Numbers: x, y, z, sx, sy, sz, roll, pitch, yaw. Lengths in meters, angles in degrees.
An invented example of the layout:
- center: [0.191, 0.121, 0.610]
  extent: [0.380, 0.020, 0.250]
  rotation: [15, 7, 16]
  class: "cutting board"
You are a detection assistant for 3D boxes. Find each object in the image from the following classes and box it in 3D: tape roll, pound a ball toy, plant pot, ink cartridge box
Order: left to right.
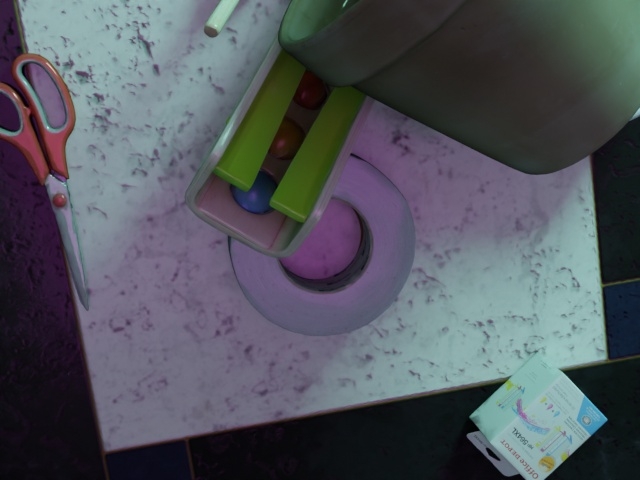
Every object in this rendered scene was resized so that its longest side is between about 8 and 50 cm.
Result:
- center: [-0.056, -0.162, 1.025]
  extent: [0.208, 0.136, 0.319]
  rotation: [29, 56, -9]
  class: "pound a ball toy"
- center: [0.000, 0.000, 1.131]
  extent: [0.219, 0.072, 0.219]
  rotation: [-2, 101, -8]
  class: "tape roll"
- center: [0.168, -0.221, 0.913]
  extent: [0.280, 0.323, 0.323]
  rotation: [38, 94, -20]
  class: "plant pot"
- center: [0.266, 0.231, 1.199]
  extent: [0.143, 0.090, 0.092]
  rotation: [-45, 103, 1]
  class: "ink cartridge box"

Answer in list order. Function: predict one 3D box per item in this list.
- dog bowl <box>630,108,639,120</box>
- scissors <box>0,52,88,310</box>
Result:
- center: [0.301, -0.264, 1.106]
  extent: [0.264, 0.104, 0.265]
  rotation: [-1, 100, -7]
  class: "dog bowl"
- center: [-0.298, -0.067, 1.105]
  extent: [0.109, 0.021, 0.297]
  rotation: [-26, 101, -4]
  class: "scissors"
